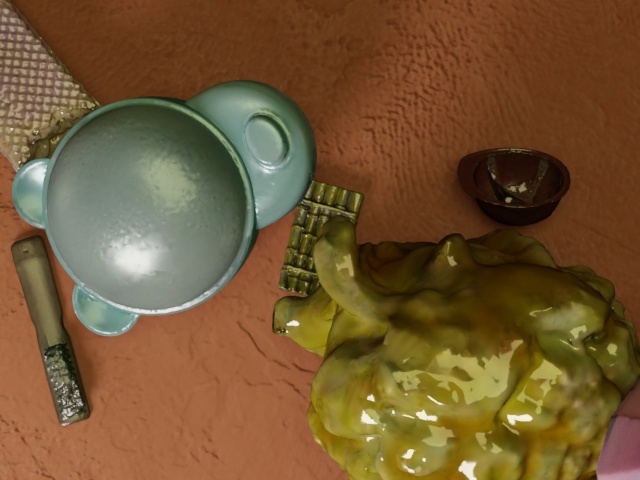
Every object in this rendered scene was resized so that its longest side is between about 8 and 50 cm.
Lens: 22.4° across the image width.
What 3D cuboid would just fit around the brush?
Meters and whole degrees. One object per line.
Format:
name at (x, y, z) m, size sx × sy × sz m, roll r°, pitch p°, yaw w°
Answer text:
brush at (-0.266, 0.087, 1.587) m, size 0.034 × 0.027 × 0.190 m, roll -15°, pitch 82°, yaw -6°

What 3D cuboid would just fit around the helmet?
helmet at (0.190, -0.045, 1.607) m, size 0.111 × 0.057 × 0.089 m, roll 4°, pitch 46°, yaw 4°

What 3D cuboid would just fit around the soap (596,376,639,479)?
soap at (0.365, 0.173, 1.420) m, size 0.109 × 0.324 × 0.192 m, roll -5°, pitch 90°, yaw 39°

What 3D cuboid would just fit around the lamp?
lamp at (-0.138, -0.046, 1.547) m, size 0.284 × 0.147 × 0.209 m, roll -29°, pitch 96°, yaw -6°

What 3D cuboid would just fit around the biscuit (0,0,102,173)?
biscuit at (-0.325, -0.177, 1.606) m, size 0.108 × 0.062 × 0.239 m, roll -40°, pitch 84°, yaw -5°

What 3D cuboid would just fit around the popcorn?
popcorn at (0.125, 0.125, 1.466) m, size 0.336 × 0.274 × 0.279 m, roll -10°, pitch 55°, yaw 3°

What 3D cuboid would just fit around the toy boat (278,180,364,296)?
toy boat at (0.000, 0.000, 1.614) m, size 0.063 × 0.016 × 0.115 m, roll 14°, pitch 81°, yaw 0°
